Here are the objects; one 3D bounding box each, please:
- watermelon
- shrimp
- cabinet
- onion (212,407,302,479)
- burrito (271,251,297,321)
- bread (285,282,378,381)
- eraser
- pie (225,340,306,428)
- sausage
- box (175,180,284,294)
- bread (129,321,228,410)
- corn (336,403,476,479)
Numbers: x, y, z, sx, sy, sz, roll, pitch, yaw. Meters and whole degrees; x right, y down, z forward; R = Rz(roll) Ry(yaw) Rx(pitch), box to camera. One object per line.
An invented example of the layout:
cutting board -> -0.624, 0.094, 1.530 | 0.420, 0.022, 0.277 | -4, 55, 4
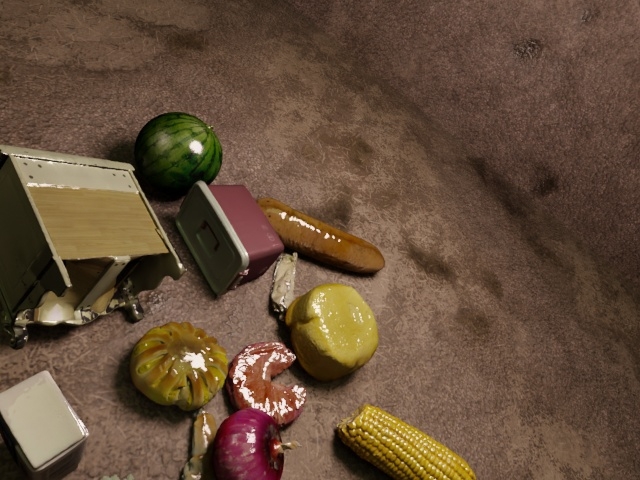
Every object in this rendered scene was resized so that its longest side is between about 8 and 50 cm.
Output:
watermelon -> -0.407, -0.248, 1.208 | 0.243, 0.242, 0.242 | 18, 47, -21
shrimp -> -0.290, 0.466, 0.822 | 0.185, 0.068, 0.287 | 47, 42, 6
cabinet -> -0.510, 0.013, 0.883 | 0.317, 0.227, 0.290 | 56, 24, 15
onion -> -0.144, 0.440, 0.867 | 0.177, 0.154, 0.177 | 29, 48, -38
burrito -> -0.106, 0.131, 1.230 | 0.063, 0.058, 0.229 | 24, 48, -22
bread -> 0.036, 0.248, 1.160 | 0.270, 0.148, 0.269 | 24, 47, -28
eraser -> -0.453, 0.321, 0.680 | 0.124, 0.279, 0.081 | 50, 45, 10
pie -> -0.129, 0.352, 1.032 | 0.205, 0.054, 0.218 | -13, 63, -40
sausage -> 0.001, 0.001, 1.361 | 0.502, 0.123, 0.136 | 23, 17, -16
box -> -0.248, -0.017, 1.164 | 0.168, 0.193, 0.293 | -16, 65, -47
bread -> -0.309, 0.269, 0.938 | 0.214, 0.104, 0.213 | 19, 37, -15
corn -> 0.225, 0.540, 1.052 | 0.387, 0.144, 0.143 | 37, 44, -4
